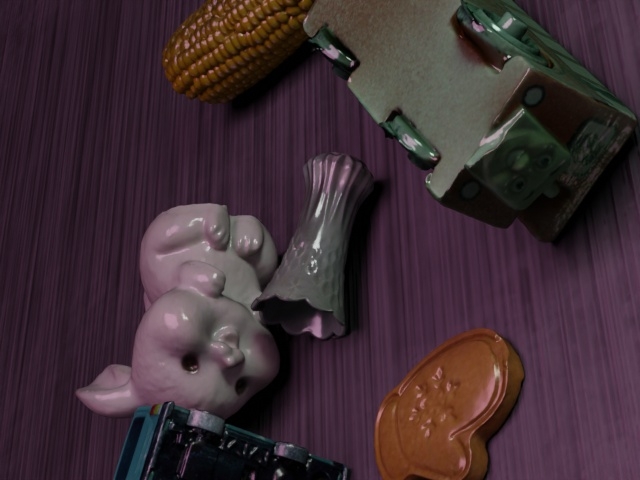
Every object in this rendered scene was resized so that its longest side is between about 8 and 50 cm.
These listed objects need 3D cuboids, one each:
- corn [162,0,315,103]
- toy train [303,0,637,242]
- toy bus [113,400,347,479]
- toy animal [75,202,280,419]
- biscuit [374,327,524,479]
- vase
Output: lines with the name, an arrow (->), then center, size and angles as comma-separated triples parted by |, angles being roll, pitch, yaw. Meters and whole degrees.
corn -> -0.051, -0.226, 1.400 | 0.310, 0.101, 0.101 | -31, 44, 37
toy train -> 0.100, -0.133, 1.061 | 0.129, 0.159, 0.326 | -55, 36, 17
toy bus -> -0.069, 0.182, 1.076 | 0.092, 0.160, 0.079 | -15, 56, 61
toy animal -> -0.116, 0.074, 1.245 | 0.178, 0.127, 0.193 | -24, 50, 48
biscuit -> 0.090, 0.127, 1.009 | 0.140, 0.023, 0.118 | -47, 35, 23
vase -> 0.000, 0.000, 1.184 | 0.081, 0.081, 0.148 | -14, 53, 50
